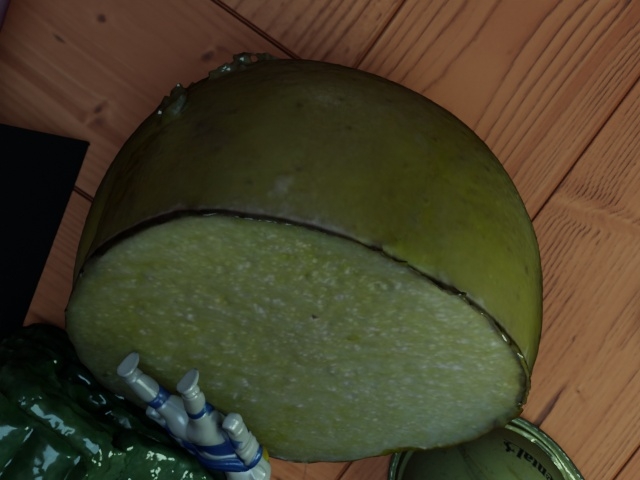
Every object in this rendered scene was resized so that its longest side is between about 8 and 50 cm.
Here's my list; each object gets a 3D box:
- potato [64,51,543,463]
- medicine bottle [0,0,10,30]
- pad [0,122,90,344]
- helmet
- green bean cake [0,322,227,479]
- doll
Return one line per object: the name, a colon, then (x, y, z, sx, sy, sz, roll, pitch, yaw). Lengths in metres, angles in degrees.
potato: (0.000, 0.000, 1.429, 0.442, 0.319, 0.385, 22, 142, -11)
medicine bottle: (-0.447, -0.142, 1.426, 0.212, 0.212, 0.325, 21, 98, -4)
pad: (-0.337, -0.001, 1.494, 0.006, 0.170, 0.245, 29, 102, 36)
helmet: (0.193, 0.305, 1.550, 0.257, 0.137, 0.204, 39, 97, -7)
green bean cake: (-0.231, 0.234, 1.449, 0.308, 0.300, 0.169, 36, 98, -6)
doll: (-0.105, 0.185, 1.400, 0.114, 0.057, 0.227, 4, 143, 34)
